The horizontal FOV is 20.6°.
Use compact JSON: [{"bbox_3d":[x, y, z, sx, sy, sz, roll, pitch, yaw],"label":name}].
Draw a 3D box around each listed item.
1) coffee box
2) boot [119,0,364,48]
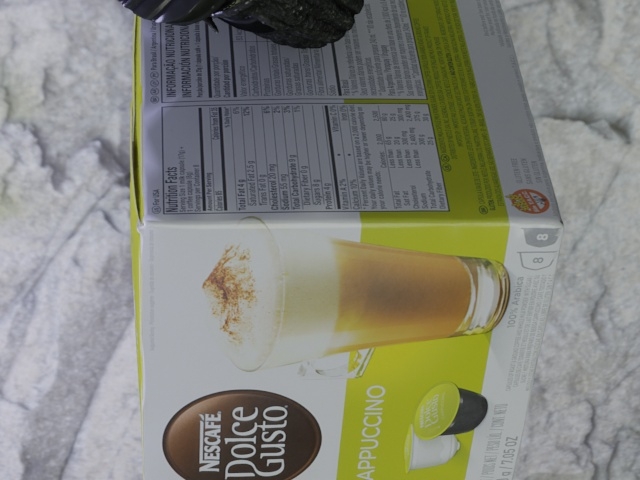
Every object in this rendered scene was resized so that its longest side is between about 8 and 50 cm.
[{"bbox_3d":[0.000,0.000,1.557,0.334,0.338,0.337,-1,132,-6],"label":"coffee box"},{"bbox_3d":[-0.134,-0.288,1.406,0.131,0.348,0.260,-43,166,22],"label":"boot"}]
